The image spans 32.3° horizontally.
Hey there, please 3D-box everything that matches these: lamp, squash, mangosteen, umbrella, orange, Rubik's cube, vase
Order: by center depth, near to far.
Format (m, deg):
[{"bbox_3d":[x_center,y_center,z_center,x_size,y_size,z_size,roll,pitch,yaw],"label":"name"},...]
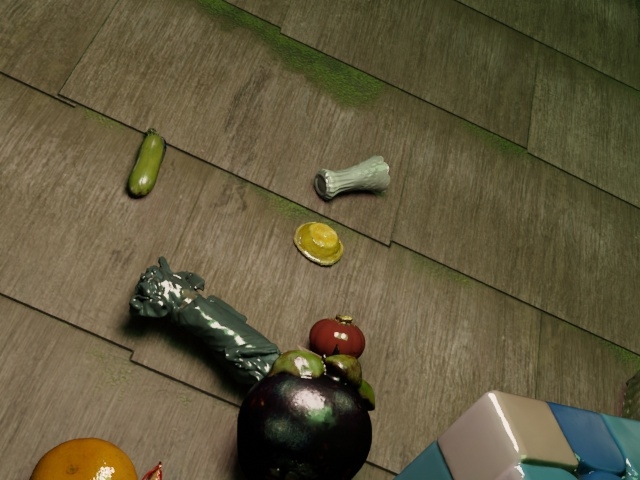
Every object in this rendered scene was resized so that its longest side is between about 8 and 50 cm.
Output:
[{"bbox_3d":[0.291,0.447,1.453,0.347,0.347,0.344,14,39,-35],"label":"Rubik's cube"},{"bbox_3d":[-0.329,0.352,1.537,0.156,0.124,0.156,-5,47,6],"label":"orange"},{"bbox_3d":[-0.018,0.280,1.713,0.243,0.243,0.243,16,45,-17],"label":"mangosteen"},{"bbox_3d":[-0.160,0.160,1.839,0.349,0.094,0.143,33,37,-2],"label":"umbrella"},{"bbox_3d":[0.029,0.175,1.937,0.101,0.090,0.101,17,4,-1],"label":"lamp"},{"bbox_3d":[-0.320,-0.148,2.064,0.052,0.052,0.183,22,41,-11],"label":"squash"},{"bbox_3d":[0.060,-0.123,2.237,0.149,0.081,0.081,-14,59,-33],"label":"vase"}]

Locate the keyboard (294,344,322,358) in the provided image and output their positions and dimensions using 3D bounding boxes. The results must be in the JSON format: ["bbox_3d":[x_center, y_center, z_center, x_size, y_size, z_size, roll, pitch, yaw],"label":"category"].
[{"bbox_3d":[0.018,0.222,1.878,0.166,0.017,0.055,32,14,-44],"label":"keyboard"}]

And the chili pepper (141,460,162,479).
[{"bbox_3d":[-0.276,0.425,1.563,0.059,0.050,0.268,41,38,-21],"label":"chili pepper"}]

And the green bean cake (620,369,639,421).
[{"bbox_3d":[0.669,0.347,2.139,0.173,0.094,0.181,30,42,-3],"label":"green bean cake"}]

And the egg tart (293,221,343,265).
[{"bbox_3d":[0.000,0.000,2.116,0.105,0.039,0.105,14,47,-16],"label":"egg tart"}]
